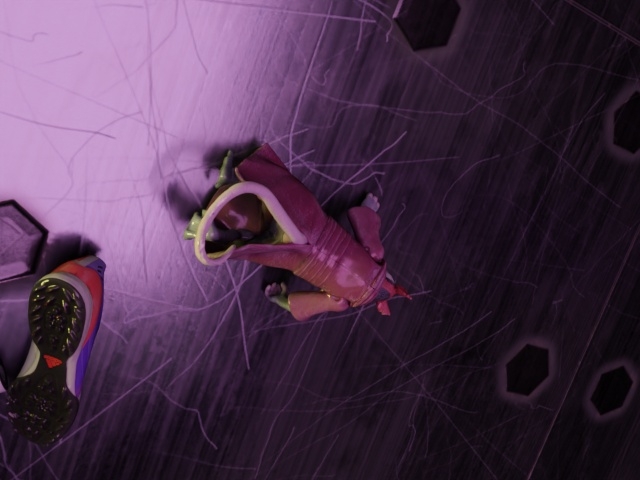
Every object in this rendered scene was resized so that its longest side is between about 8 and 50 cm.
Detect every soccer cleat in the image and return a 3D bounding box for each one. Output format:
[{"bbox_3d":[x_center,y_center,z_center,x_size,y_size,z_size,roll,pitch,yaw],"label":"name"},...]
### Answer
[{"bbox_3d":[-0.382,0.169,0.965,0.108,0.116,0.318,21,115,1],"label":"soccer cleat"}]

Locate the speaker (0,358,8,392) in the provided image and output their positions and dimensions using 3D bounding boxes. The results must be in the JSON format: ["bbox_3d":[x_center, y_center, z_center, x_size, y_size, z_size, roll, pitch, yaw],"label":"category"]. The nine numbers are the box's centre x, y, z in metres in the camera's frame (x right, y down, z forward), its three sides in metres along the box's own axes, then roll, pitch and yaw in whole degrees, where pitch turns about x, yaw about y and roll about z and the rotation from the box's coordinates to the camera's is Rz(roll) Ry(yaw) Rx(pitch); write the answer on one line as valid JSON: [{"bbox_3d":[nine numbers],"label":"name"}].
[{"bbox_3d":[-0.532,0.214,0.937,0.136,0.055,0.055,-16,111,-17],"label":"speaker"}]

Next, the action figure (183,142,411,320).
[{"bbox_3d":[0.000,0.000,0.988,0.370,0.275,0.248,31,86,-13],"label":"action figure"}]
